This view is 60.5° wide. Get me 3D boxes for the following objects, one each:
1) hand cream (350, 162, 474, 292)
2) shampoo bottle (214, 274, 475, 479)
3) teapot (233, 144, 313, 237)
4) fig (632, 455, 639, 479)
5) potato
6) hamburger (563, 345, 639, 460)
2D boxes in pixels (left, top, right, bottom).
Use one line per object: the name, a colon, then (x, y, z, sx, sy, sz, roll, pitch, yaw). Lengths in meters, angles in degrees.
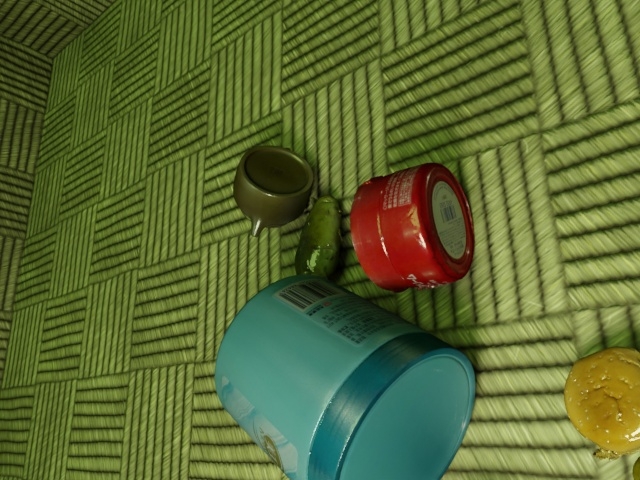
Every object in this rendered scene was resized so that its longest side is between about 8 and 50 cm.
hand cream: (0.174, -0.024, 1.005, 0.149, 0.230, 0.230, -16, 66, 36)
shampoo bottle: (0.033, 0.261, 0.966, 0.342, 0.331, 0.331, 27, 95, 45)
teapot: (-0.120, -0.120, 1.347, 0.175, 0.185, 0.268, 115, 175, -46)
fig: (0.469, 0.310, 0.738, 0.088, 0.074, 0.074, -45, 47, -7)
potato: (0.000, 0.000, 1.244, 0.117, 0.090, 0.226, -11, 62, 46)
hamburger: (0.421, 0.229, 0.781, 0.138, 0.083, 0.147, -43, 34, 42)
